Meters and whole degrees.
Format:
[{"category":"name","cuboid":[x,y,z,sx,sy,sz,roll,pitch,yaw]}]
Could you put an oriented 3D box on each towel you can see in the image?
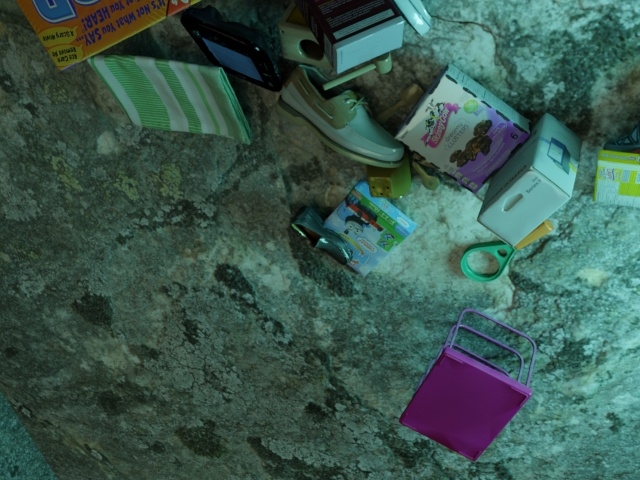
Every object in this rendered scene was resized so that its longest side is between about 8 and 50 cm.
[{"category":"towel","cuboid":[-0.327,-0.312,1.556,0.325,0.038,0.247,13,155,19]}]

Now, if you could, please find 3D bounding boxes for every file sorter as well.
[{"category":"file sorter","cuboid":[0.346,0.329,1.646,0.202,0.182,0.290,27,132,6]}]

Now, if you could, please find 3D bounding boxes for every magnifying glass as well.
[{"category":"magnifying glass","cuboid":[0.393,0.020,1.501,0.092,0.026,0.231,45,131,-8]}]

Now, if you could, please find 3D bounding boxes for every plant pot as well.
[{"category":"plant pot","cuboid":[0.135,-0.127,1.448,0.082,0.083,0.081,3,124,21]}]

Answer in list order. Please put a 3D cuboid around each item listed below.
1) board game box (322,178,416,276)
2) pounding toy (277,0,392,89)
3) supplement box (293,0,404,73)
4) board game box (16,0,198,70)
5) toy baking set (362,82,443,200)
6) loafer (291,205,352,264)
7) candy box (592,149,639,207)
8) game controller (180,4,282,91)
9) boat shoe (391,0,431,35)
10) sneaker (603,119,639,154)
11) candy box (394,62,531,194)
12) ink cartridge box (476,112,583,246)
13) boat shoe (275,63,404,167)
[{"category":"board game box","cuboid":[0.095,-0.023,1.601,0.160,0.039,0.211,38,140,-3]},{"category":"pounding toy","cuboid":[0.032,-0.368,1.284,0.206,0.181,0.094,17,151,16]},{"category":"supplement box","cuboid":[0.031,-0.418,1.219,0.073,0.130,0.239,84,160,-69]},{"category":"board game box","cuboid":[-0.327,-0.567,1.220,0.357,0.356,0.356,-12,116,34]},{"category":"toy baking set","cuboid":[0.169,-0.200,1.456,0.197,0.030,0.256,-3,122,26]},{"category":"loafer","cuboid":[0.000,0.000,1.609,0.170,0.061,0.062,42,138,-3]},{"category":"candy box","cuboid":[0.541,-0.104,1.248,0.105,0.027,0.206,12,168,22]},{"category":"game controller","cuboid":[-0.161,-0.357,1.359,0.167,0.319,0.067,33,91,4]},{"category":"boat shoe","cuboid":[0.132,-0.481,1.222,0.084,0.095,0.258,-32,109,13]},{"category":"sneaker","cuboid":[0.603,-0.207,1.196,0.262,0.104,0.125,-18,85,44]},{"category":"candy box","cuboid":[0.269,-0.210,1.344,0.196,0.070,0.164,34,126,-5]},{"category":"ink cartridge box","cuboid":[0.381,-0.112,1.283,0.093,0.212,0.154,37,132,-2]},{"category":"boat shoe","cuboid":[0.043,-0.248,1.404,0.302,0.113,0.103,32,120,20]}]
